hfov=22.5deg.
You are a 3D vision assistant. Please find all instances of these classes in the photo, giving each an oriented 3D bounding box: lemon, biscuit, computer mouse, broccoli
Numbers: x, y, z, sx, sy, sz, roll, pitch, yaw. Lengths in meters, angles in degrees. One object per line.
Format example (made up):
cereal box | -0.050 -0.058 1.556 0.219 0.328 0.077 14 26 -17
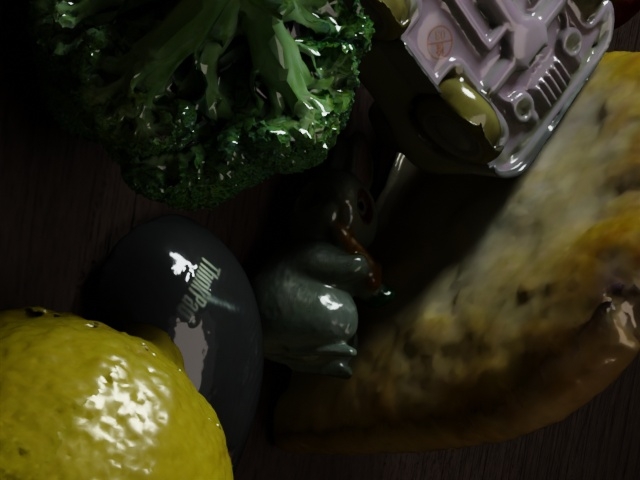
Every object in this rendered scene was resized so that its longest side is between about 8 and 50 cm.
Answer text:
lemon | -0.182 0.184 1.057 0.320 0.245 0.245 -64 149 -32
biscuit | 0.182 0.002 1.484 0.104 0.446 0.429 41 57 -28
computer mouse | -0.108 0.116 1.309 0.170 0.100 0.269 -22 120 -54
broccoli | -0.077 -0.163 1.112 0.270 0.270 0.270 -56 -178 -33

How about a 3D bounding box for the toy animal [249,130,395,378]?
toy animal | 0.000 0.003 1.453 0.108 0.138 0.236 98 -5 -79

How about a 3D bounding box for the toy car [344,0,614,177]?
toy car | 0.085 -0.234 1.431 0.336 0.226 0.242 47 70 -33

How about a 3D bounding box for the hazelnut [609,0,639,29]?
hazelnut | 0.269 -0.306 1.740 0.208 0.208 0.208 -32 128 -52
